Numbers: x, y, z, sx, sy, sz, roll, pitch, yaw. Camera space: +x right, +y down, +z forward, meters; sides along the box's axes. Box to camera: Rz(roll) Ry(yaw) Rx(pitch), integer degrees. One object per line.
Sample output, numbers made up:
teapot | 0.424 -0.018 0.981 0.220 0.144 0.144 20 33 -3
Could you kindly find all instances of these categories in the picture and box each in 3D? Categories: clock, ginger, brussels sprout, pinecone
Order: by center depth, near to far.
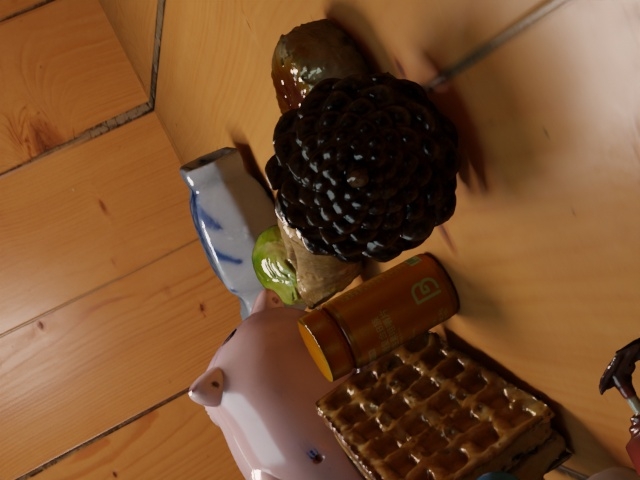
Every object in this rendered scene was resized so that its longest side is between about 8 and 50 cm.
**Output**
pinecone | 0.046 -0.073 0.868 0.207 0.208 0.207 58 166 23
ginger | 0.000 0.000 1.332 0.190 0.126 0.354 47 159 35
clock | -0.010 0.281 1.420 0.377 0.368 0.250 44 140 -11
brussels sprout | -0.060 0.046 1.633 0.181 0.144 0.161 -20 76 55

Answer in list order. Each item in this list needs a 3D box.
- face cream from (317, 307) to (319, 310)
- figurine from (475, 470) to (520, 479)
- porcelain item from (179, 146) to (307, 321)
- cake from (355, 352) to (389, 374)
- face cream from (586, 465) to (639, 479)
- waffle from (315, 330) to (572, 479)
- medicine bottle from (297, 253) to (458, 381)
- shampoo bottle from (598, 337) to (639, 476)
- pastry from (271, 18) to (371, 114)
face cream | 0.074 0.335 1.833 0.135 0.086 0.385 91 154 -65
figurine | 0.238 0.431 0.874 0.243 0.298 0.416 -116 0 -47
porcelain item | -0.177 -0.005 1.909 0.405 0.179 0.242 69 167 -16
cake | 0.143 0.282 1.246 0.113 0.116 0.295 -142 30 -71
face cream | 0.294 0.261 0.779 0.091 0.091 0.095 65 159 -8
waffle | 0.140 0.236 1.053 0.091 0.213 0.308 63 167 -22
medicine bottle | 0.075 0.098 1.081 0.096 0.192 0.096 57 165 24
shampoo bottle | 0.309 0.214 0.658 0.284 0.071 0.153 58 165 16
pastry | 0.011 -0.165 1.028 0.182 0.093 0.192 49 161 40
